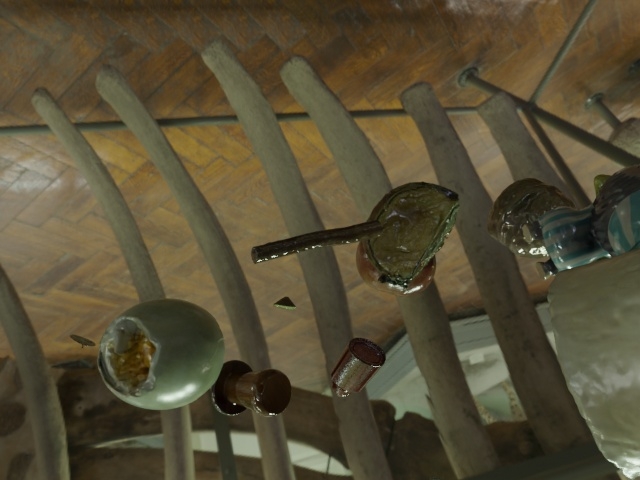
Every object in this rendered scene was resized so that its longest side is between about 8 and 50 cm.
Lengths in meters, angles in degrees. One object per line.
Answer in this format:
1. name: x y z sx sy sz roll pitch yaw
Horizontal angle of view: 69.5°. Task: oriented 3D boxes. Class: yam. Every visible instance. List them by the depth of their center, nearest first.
1. yam: 0.000 0.000 1.020 0.327 0.045 0.045 -12 -173 -31

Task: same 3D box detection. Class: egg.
1. egg: -0.387 0.292 1.206 0.278 0.278 0.336 -31 160 17

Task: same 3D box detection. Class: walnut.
1. walnut: 0.640 -0.069 1.401 0.248 0.248 0.248 -12 145 -9

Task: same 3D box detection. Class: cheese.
1. cheese: 0.477 0.160 0.678 0.153 0.292 0.332 -28 171 41

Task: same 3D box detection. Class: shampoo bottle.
1. shampoo bottle: 0.089 0.351 1.242 0.102 0.064 0.260 26 141 5

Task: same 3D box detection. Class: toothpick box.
1. toothpick box: -0.247 0.516 1.598 0.294 0.192 0.192 -8 158 40

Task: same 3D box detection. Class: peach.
1. peach: 0.243 0.060 1.472 0.252 0.252 0.252 -12 145 -9

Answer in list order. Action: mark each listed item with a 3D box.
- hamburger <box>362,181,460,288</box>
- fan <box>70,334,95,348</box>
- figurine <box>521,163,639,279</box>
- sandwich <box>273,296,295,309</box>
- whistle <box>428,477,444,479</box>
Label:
1. hamburger: 0.222 -0.029 1.250 0.309 0.211 0.132 -58 158 2
2. fan: -0.562 0.245 1.105 0.060 0.080 0.003 35 81 -54
3. figurine: 0.628 -0.030 0.938 0.361 0.266 0.378 -21 171 19
4. sandwich: -0.127 0.227 1.681 0.083 0.044 0.031 12 142 3
5. whistle: 0.219 0.534 0.894 0.110 0.092 0.244 5 129 12
